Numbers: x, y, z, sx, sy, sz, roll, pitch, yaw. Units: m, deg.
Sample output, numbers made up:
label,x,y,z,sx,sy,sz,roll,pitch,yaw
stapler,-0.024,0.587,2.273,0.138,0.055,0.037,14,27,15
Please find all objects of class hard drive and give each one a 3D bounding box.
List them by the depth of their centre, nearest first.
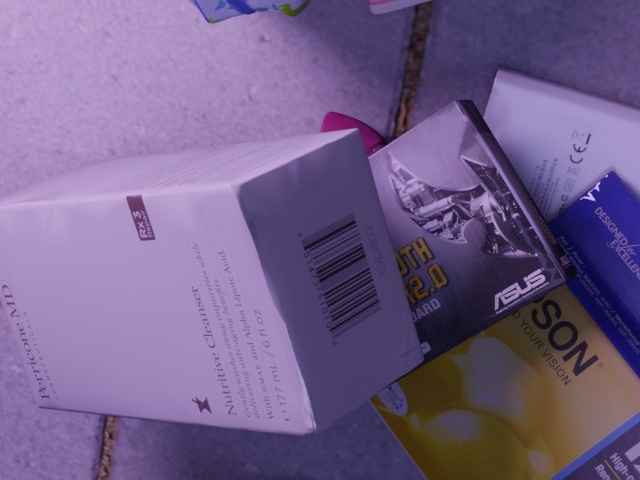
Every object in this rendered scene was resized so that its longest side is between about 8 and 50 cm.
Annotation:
label,x,y,z,sx,sy,sz,roll,pitch,yaw
hard drive,0.283,-0.022,1.256,0.307,0.040,0.203,17,108,4

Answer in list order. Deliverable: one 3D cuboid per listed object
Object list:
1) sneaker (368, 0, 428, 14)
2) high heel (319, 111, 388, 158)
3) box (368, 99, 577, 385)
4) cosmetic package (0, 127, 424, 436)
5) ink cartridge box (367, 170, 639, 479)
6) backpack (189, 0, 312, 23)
label,x,y,z,sx,sy,sz,roll,pitch,yaw
sneaker,0.099,-0.253,1.211,0.134,0.051,0.070,-13,109,17
high heel,0.000,0.000,1.300,0.117,0.082,0.244,41,123,23
box,0.081,0.012,1.196,0.231,0.056,0.183,-32,84,22
cosmetic package,-0.119,0.036,1.182,0.385,0.156,0.217,-6,106,45
ink cartridge box,0.228,0.148,1.201,0.307,0.072,0.303,-44,71,22
backpack,-0.081,-0.350,1.096,0.355,0.290,0.273,33,114,-32
